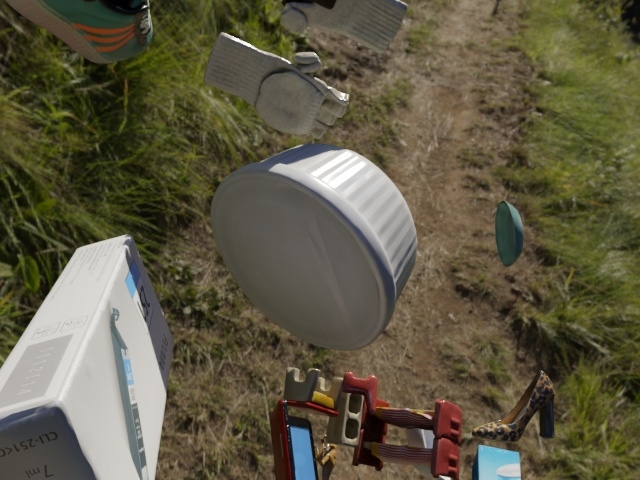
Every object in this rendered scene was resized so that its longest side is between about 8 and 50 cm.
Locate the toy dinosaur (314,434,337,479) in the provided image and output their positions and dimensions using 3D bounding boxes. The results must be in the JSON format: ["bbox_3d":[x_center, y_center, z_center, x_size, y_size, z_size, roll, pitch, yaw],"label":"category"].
[{"bbox_3d":[0.018,0.598,1.546,0.064,0.112,0.211,-22,38,38],"label":"toy dinosaur"}]

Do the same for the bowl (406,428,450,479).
[{"bbox_3d":[0.244,0.481,1.329,0.053,0.142,0.142,-23,46,22],"label":"bowl"}]

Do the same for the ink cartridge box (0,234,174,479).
[{"bbox_3d":[-0.171,0.165,0.505,0.066,0.261,0.296,-15,22,-4],"label":"ink cartridge box"}]

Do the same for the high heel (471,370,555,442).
[{"bbox_3d":[0.536,0.462,1.611,0.261,0.186,0.093,1,-6,-16],"label":"high heel"}]

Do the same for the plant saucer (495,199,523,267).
[{"bbox_3d":[0.336,-0.012,1.019,0.021,0.119,0.119,-4,39,1],"label":"plant saucer"}]

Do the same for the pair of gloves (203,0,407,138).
[{"bbox_3d":[-0.021,-0.261,0.774,0.204,0.240,0.042,28,22,-23],"label":"pair of gloves"}]

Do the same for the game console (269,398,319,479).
[{"bbox_3d":[-0.032,0.342,0.934,0.085,0.124,0.144,2,54,-18],"label":"game console"}]

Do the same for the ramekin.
[{"bbox_3d":[0.000,0.000,0.741,0.273,0.272,0.127,28,48,24],"label":"ramekin"}]

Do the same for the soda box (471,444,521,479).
[{"bbox_3d":[0.285,0.444,0.929,0.071,0.067,0.210,8,38,8],"label":"soda box"}]

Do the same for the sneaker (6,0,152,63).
[{"bbox_3d":[-0.232,-0.273,0.649,0.121,0.108,0.302,-8,7,4],"label":"sneaker"}]

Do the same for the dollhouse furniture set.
[{"bbox_3d":[0.111,0.371,1.144,0.201,0.374,0.152,-9,62,37],"label":"dollhouse furniture set"}]
